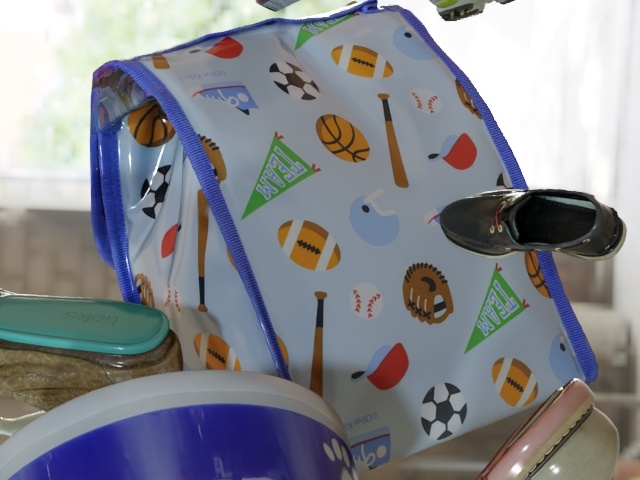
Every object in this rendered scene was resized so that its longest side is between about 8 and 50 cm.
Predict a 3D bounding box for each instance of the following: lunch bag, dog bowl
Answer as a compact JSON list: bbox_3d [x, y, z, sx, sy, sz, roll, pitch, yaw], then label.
[{"bbox_3d":[0.000,0.000,1.688,0.239,0.328,0.385,-24,85,52],"label":"lunch bag"},{"bbox_3d":[-0.099,0.203,1.346,0.265,0.265,0.104,103,156,-51],"label":"dog bowl"}]

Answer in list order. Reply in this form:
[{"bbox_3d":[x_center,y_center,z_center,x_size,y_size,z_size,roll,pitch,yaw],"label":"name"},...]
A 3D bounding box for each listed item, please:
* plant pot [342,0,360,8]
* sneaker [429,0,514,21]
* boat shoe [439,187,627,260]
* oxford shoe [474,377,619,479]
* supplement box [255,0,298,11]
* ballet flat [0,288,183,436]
[{"bbox_3d":[0.035,-0.150,1.925,0.134,0.095,0.134,49,175,6],"label":"plant pot"},{"bbox_3d":[0.084,-0.230,1.348,0.279,0.107,0.118,57,-170,-80],"label":"sneaker"},{"bbox_3d":[0.134,-0.014,1.309,0.042,0.133,0.049,35,-114,-51],"label":"boat shoe"},{"bbox_3d":[0.121,0.249,1.195,0.140,0.146,0.397,-39,-26,-44],"label":"oxford shoe"},{"bbox_3d":[-0.018,-0.233,1.658,0.043,0.083,0.055,11,-121,-68],"label":"supplement box"},{"bbox_3d":[-0.263,0.083,1.498,0.116,0.342,0.124,-54,-28,-57],"label":"ballet flat"}]
